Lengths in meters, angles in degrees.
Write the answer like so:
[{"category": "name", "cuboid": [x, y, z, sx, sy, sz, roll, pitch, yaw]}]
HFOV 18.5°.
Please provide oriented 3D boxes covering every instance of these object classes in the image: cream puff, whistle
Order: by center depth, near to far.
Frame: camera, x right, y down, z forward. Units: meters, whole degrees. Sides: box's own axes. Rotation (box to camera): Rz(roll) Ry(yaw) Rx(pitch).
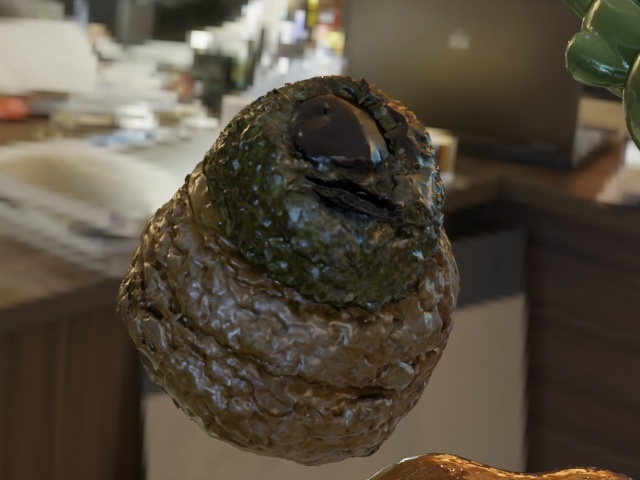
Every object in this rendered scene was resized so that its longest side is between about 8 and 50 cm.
[{"category": "cream puff", "cuboid": [0.000, 0.000, 0.994, 0.183, 0.169, 0.183, 13, 46, -14]}, {"category": "whistle", "cuboid": [0.260, -0.132, 1.487, 0.141, 0.141, 0.294, -1, 23, -22]}]

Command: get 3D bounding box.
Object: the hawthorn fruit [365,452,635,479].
[{"category": "hawthorn fruit", "cuboid": [0.165, 0.429, 1.818, 0.471, 0.472, 0.472, 5, 17, -2]}]
